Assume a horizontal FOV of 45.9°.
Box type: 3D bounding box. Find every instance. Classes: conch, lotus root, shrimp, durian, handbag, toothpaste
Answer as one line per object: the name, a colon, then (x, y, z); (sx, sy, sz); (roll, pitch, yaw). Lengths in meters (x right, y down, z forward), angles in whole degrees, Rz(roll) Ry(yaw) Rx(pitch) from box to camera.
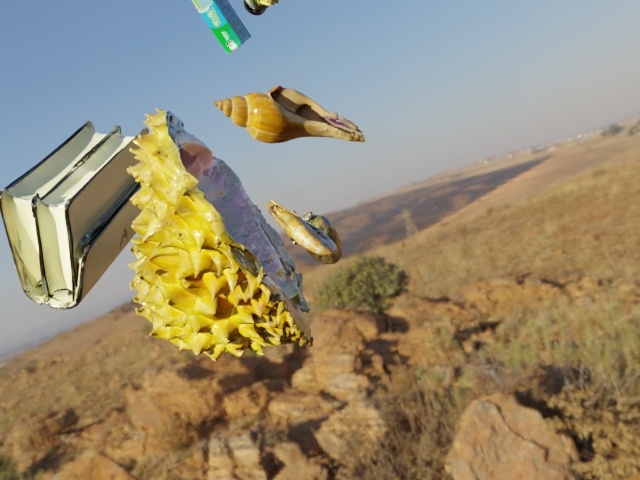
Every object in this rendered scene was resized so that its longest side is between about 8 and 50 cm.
conch: (-0.059, -0.233, 1.490); (0.330, 0.109, 0.093); (11, -35, -33)
lotus root: (0.000, 0.000, 1.752); (0.089, 0.179, 0.080); (18, 62, 36)
shrimp: (-0.029, -0.026, 1.331); (0.095, 0.162, 0.045); (-13, -44, -48)
durian: (-0.129, -0.027, 0.786); (0.186, 0.305, 0.195); (-18, -25, -9)
handbag: (-0.451, -0.058, 1.483); (0.160, 0.236, 0.358); (10, 32, 8)
toothpaste: (-0.257, -0.551, 1.695); (0.050, 0.266, 0.065); (-25, 20, 26)

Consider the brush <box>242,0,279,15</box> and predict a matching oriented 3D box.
brush: (-0.066, -0.527, 1.272); (0.060, 0.296, 0.068); (20, 11, 41)
